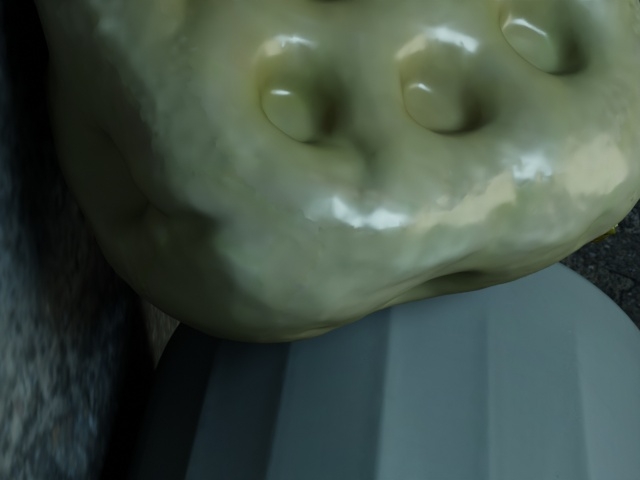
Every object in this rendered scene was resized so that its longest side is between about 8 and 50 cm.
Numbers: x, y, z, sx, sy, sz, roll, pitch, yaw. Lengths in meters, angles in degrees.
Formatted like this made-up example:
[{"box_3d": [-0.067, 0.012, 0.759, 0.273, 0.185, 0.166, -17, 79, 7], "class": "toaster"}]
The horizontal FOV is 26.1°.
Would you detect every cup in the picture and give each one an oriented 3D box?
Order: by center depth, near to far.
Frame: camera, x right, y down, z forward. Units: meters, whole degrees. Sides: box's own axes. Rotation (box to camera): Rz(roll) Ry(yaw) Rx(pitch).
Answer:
[{"box_3d": [0.068, 0.160, 0.512, 0.327, 0.322, 0.237, -79, 166, -56], "class": "cup"}]

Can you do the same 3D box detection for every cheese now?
[{"box_3d": [0.001, -0.059, 0.483, 0.218, 0.235, 0.117, -58, 177, -35], "class": "cheese"}]

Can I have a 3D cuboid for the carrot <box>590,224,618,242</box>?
[{"box_3d": [0.036, -0.046, 0.665, 0.314, 0.066, 0.066, 25, -56, 54], "class": "carrot"}]
